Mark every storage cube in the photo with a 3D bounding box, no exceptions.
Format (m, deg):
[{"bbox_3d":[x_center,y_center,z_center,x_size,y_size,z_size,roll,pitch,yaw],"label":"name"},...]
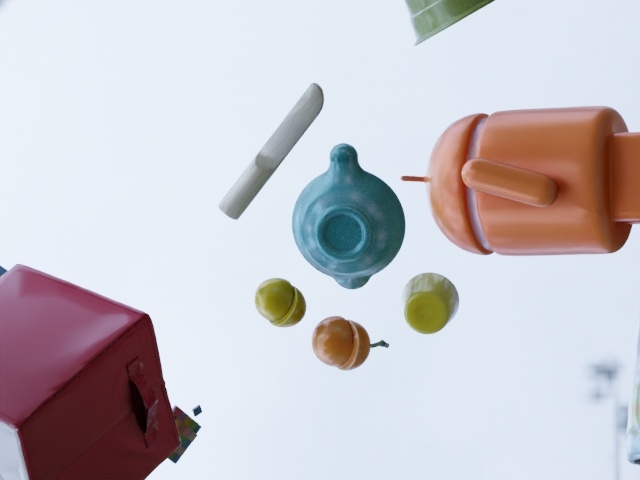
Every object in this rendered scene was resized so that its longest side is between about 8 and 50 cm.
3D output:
[{"bbox_3d":[-0.284,0.168,1.966,0.193,0.215,0.183,-43,-42,-37],"label":"storage cube"}]

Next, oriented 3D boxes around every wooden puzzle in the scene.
[{"bbox_3d":[-0.155,0.208,2.103,0.083,0.006,0.049,-53,-47,-9],"label":"wooden puzzle"}]

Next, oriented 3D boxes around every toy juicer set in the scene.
[{"bbox_3d":[0.000,0.000,2.311,0.329,0.209,0.089,58,-166,-8],"label":"toy juicer set"}]

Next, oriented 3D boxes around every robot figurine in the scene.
[{"bbox_3d":[0.183,-0.050,1.664,0.158,0.219,0.128,-61,-38,-48],"label":"robot figurine"}]

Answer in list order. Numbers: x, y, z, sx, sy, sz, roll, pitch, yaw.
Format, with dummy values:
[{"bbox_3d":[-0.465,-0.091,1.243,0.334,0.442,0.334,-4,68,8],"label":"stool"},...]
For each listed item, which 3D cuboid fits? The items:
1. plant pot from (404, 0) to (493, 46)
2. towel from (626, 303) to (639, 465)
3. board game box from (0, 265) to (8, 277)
[{"bbox_3d":[0.085,-0.194,1.414,0.079,0.083,0.083,60,-157,-4],"label":"plant pot"},{"bbox_3d":[0.423,0.065,1.896,0.374,0.090,0.320,167,115,-66],"label":"towel"},{"bbox_3d":[-0.541,0.123,2.477,0.308,0.086,0.302,38,-114,-19],"label":"board game box"}]
